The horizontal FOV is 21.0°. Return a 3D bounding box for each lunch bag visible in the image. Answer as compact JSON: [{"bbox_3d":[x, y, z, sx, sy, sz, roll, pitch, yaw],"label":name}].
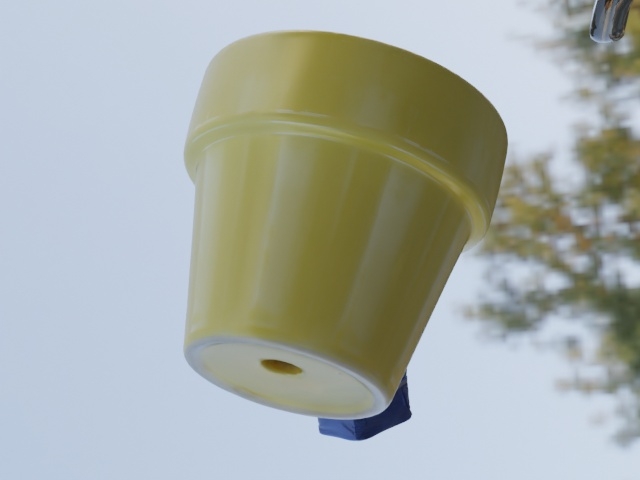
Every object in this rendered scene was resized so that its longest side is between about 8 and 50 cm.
[{"bbox_3d":[0.037,0.150,1.673,0.098,0.067,0.065,-20,-72,-44],"label":"lunch bag"}]

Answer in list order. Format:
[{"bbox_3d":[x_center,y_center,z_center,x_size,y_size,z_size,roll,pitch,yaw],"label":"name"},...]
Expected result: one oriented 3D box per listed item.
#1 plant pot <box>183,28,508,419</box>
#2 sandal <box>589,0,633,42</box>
[{"bbox_3d":[0.000,0.000,1.348,0.254,0.254,0.239,39,-122,-45],"label":"plant pot"},{"bbox_3d":[0.224,-0.203,1.101,0.219,0.060,0.090,103,-172,-52],"label":"sandal"}]
